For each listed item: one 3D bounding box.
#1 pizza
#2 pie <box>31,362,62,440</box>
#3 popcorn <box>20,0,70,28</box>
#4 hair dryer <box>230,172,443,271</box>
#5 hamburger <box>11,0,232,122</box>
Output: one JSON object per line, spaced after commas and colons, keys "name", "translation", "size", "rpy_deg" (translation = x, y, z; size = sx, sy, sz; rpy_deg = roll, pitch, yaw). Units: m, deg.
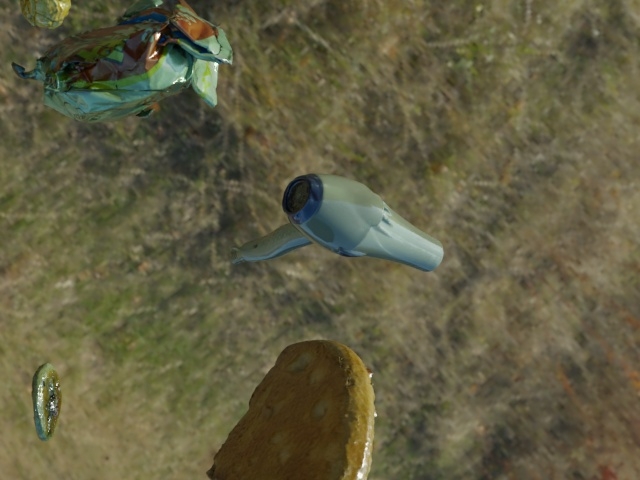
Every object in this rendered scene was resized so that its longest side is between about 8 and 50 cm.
{"name": "pizza", "translation": [-0.028, 0.280, 1.500], "size": [0.114, 0.409, 0.278], "rpy_deg": [40, 103, -21]}
{"name": "pie", "translation": [-0.296, 0.175, 1.202], "size": [0.021, 0.084, 0.084], "rpy_deg": [-1, 149, 1]}
{"name": "popcorn", "translation": [-0.320, -0.283, 1.248], "size": [0.084, 0.084, 0.084], "rpy_deg": [-31, 153, -18]}
{"name": "hair dryer", "translation": [0.042, 0.002, 1.717], "size": [0.295, 0.119, 0.298], "rpy_deg": [13, 156, -21]}
{"name": "hamburger", "translation": [-0.253, -0.221, 1.483], "size": [0.260, 0.276, 0.151], "rpy_deg": [-27, 114, -19]}
